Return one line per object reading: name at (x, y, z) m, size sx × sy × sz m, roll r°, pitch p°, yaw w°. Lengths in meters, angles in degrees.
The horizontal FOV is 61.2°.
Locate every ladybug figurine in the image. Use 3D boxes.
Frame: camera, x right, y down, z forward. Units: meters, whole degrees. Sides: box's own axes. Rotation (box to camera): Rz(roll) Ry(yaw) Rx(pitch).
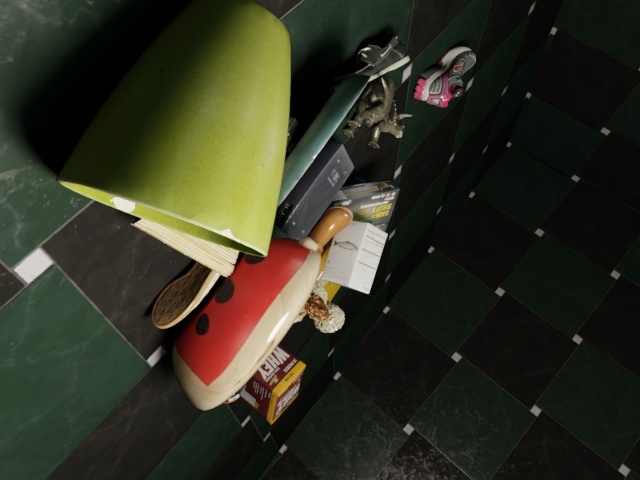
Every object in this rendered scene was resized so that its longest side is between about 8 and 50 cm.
ladybug figurine at (-0.172, 0.160, 1.184) m, size 0.449 × 0.162 × 0.305 m, roll -52°, pitch -167°, yaw 3°

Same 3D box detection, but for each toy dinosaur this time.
toy dinosaur at (0.136, -0.336, 1.335) m, size 0.160 × 0.121 × 0.313 m, roll -63°, pitch 161°, yaw -14°

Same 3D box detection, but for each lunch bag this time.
lunch bag at (0.112, -0.141, 1.619) m, size 0.065 × 0.067 × 0.098 m, roll -42°, pitch 155°, yaw -34°

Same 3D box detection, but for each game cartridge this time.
game cartridge at (0.061, 0.066, 1.868) m, size 0.323 × 0.053 × 0.285 m, roll -58°, pitch 161°, yaw -4°

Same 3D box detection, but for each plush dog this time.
plush dog at (-0.075, 0.156, 1.474) m, size 0.225 × 0.263 × 0.210 m, roll 2°, pitch 86°, yaw -79°

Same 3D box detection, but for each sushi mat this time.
sushi mat at (-0.209, -0.040, 0.983) m, size 0.151 × 0.019 × 0.316 m, roll -68°, pitch 156°, yaw -11°

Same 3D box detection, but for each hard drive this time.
hard drive at (-0.017, -0.120, 1.362) m, size 0.254 × 0.054 × 0.172 m, roll -55°, pitch 161°, yaw -3°

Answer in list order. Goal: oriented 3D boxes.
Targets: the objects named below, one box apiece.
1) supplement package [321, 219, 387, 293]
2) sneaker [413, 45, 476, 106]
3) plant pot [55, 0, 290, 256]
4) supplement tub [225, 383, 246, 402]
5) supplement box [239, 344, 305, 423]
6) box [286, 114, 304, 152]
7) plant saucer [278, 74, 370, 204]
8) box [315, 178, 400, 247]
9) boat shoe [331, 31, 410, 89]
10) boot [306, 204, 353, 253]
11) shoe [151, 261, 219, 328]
supplement package at (0.094, 0.042, 1.493) m, size 0.105 × 0.105 × 0.179 m, roll 24°, pitch 81°, yaw -47°
sneaker at (0.409, -0.504, 1.695) m, size 0.299 × 0.112 × 0.120 m, roll -46°, pitch 158°, yaw -31°
plant pot at (-0.154, -0.161, 0.718) m, size 0.275 × 0.275 × 0.293 m, roll 39°, pitch 69°, yaw -71°
supplement tub at (-0.258, 0.360, 1.448) m, size 0.117 × 0.117 × 0.190 m, roll -45°, pitch 157°, yaw -30°
supplement box at (-0.169, 0.405, 1.617) m, size 0.129 × 0.194 × 0.191 m, roll -41°, pitch 156°, yaw -39°
box at (-0.083, -0.213, 1.007) m, size 0.052 × 0.083 × 0.062 m, roll -55°, pitch 161°, yaw -3°
plant saucer at (-0.011, -0.209, 1.090) m, size 0.317 × 0.044 × 0.317 m, roll -53°, pitch -172°, yaw 11°
box at (0.100, -0.078, 1.562) m, size 0.231 × 0.056 × 0.183 m, roll -11°, pitch 138°, yaw -25°
boat shoe at (0.104, -0.399, 1.214) m, size 0.233 × 0.084 × 0.079 m, roll -36°, pitch 115°, yaw -31°
boot at (0.000, 0.000, 1.427) m, size 0.197 × 0.073 × 0.152 m, roll -36°, pitch -161°, yaw 43°
shoe at (-0.253, 0.093, 1.098) m, size 0.219 × 0.077 × 0.058 m, roll -52°, pitch 154°, yaw -19°
